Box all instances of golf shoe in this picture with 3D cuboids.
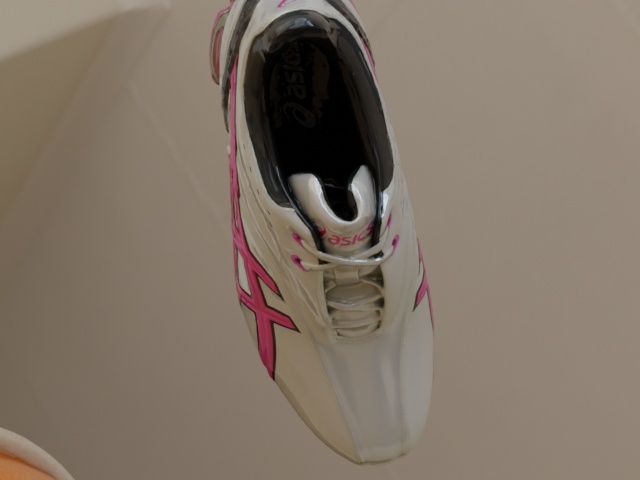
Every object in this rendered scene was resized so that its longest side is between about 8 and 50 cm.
[{"bbox_3d":[0.000,0.000,0.594,0.086,0.068,0.186,-106,-179,-73],"label":"golf shoe"}]

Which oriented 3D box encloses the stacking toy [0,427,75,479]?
[{"bbox_3d":[-0.091,0.302,0.868,0.480,0.351,0.350,10,-58,38],"label":"stacking toy"}]
